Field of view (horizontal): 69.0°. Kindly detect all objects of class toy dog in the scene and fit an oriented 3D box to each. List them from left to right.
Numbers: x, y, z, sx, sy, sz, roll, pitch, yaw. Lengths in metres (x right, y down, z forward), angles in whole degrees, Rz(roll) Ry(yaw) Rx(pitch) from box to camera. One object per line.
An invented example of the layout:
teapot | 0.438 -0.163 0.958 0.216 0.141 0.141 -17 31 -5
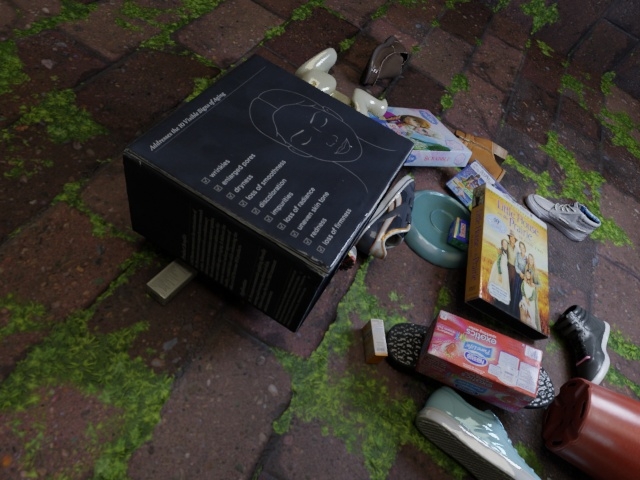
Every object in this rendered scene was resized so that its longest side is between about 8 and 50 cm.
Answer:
toy dog | 0.048 -0.327 1.438 0.408 0.284 0.395 46 55 10

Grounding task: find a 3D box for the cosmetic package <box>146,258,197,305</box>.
cosmetic package | -0.356 0.095 1.119 0.060 0.041 0.115 38 51 7

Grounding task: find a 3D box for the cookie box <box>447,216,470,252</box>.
cookie box | 0.467 -0.011 1.484 0.107 0.040 0.091 26 53 -3

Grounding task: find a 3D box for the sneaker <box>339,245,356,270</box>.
sneaker | 0.000 0.000 1.319 0.225 0.088 0.092 31 38 -5

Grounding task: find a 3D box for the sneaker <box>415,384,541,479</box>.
sneaker | 0.412 0.484 1.106 0.366 0.135 0.150 40 54 6

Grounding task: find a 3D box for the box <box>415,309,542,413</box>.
box | 0.376 0.291 1.120 0.257 0.122 0.128 21 54 9

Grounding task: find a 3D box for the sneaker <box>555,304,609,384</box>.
sneaker | 0.776 0.312 1.405 0.147 0.104 0.295 36 45 6

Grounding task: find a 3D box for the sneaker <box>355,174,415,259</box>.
sneaker | 0.222 -0.065 1.423 0.128 0.126 0.321 37 61 10

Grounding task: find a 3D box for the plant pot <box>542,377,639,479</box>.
plant pot | 0.734 0.498 1.167 0.265 0.272 0.272 27 50 8

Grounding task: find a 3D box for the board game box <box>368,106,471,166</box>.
board game box | 0.324 -0.379 1.672 0.319 0.065 0.318 -4 43 -25

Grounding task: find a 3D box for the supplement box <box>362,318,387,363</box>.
supplement box | 0.138 0.259 1.196 0.036 0.062 0.098 8 54 -16

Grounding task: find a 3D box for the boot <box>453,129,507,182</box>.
boot | 0.576 -0.298 1.747 0.220 0.109 0.283 25 58 2

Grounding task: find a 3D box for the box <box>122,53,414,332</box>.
box | -0.110 -0.131 1.117 0.472 0.297 0.479 33 52 5

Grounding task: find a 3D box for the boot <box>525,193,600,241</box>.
boot | 0.909 -0.114 1.741 0.258 0.123 0.095 37 51 5

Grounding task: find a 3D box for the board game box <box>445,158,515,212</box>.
board game box | 0.559 -0.168 1.636 0.201 0.136 0.035 53 10 16

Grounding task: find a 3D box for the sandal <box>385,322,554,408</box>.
sandal | 0.385 0.330 1.239 0.447 0.107 0.167 17 52 5

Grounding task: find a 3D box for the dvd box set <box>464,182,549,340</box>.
dvd box set | 0.589 0.060 1.450 0.308 0.062 0.419 30 56 -21

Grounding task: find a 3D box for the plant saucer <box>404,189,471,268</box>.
plant saucer | 0.399 -0.052 1.539 0.318 0.043 0.317 11 54 -16

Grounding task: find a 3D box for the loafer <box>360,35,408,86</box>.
loafer | 0.279 -0.730 1.906 0.130 0.133 0.365 32 51 2
